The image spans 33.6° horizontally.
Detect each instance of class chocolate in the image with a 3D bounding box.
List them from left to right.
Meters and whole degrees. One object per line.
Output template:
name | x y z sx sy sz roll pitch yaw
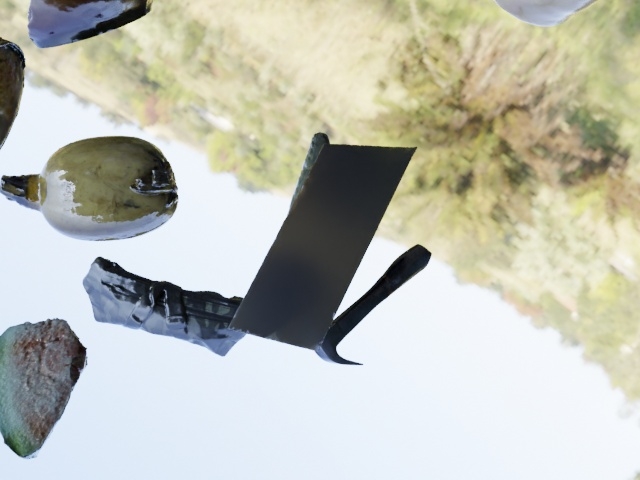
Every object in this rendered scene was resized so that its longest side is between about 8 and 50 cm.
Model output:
chocolate | -0.193 -0.225 0.807 0.124 0.127 0.133 11 128 41

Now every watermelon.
watermelon | -0.300 0.163 1.132 0.081 0.094 0.180 42 -147 -41

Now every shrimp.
shrimp | -0.423 -0.122 1.248 0.066 0.262 0.117 11 159 19

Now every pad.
pad | 0.000 0.000 1.721 0.007 0.367 0.247 37 163 -34

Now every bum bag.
bum bag | -0.309 0.136 2.094 0.340 0.144 0.095 16 -157 -3

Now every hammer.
hammer | 0.091 0.099 1.762 0.037 0.290 0.137 0 121 52

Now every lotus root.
lotus root | -0.400 -0.087 1.836 0.310 0.183 0.183 -5 -168 -1

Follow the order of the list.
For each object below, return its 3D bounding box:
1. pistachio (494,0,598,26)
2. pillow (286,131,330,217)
pistachio | 0.255 -0.381 1.099 0.230 0.309 0.230 -4 -166 1
pillow | -0.012 -0.079 1.970 0.051 0.241 0.093 7 167 38
